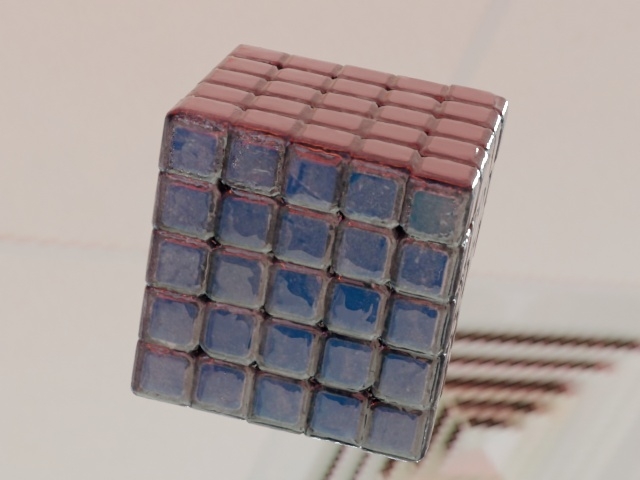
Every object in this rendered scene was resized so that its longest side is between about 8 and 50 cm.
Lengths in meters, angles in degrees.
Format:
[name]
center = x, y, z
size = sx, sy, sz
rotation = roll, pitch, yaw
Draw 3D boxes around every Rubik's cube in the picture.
[Rubik's cube]
center = 0.000, 0.000, 1.536
size = 0.237, 0.238, 0.237
rotation = 13, -69, 5
